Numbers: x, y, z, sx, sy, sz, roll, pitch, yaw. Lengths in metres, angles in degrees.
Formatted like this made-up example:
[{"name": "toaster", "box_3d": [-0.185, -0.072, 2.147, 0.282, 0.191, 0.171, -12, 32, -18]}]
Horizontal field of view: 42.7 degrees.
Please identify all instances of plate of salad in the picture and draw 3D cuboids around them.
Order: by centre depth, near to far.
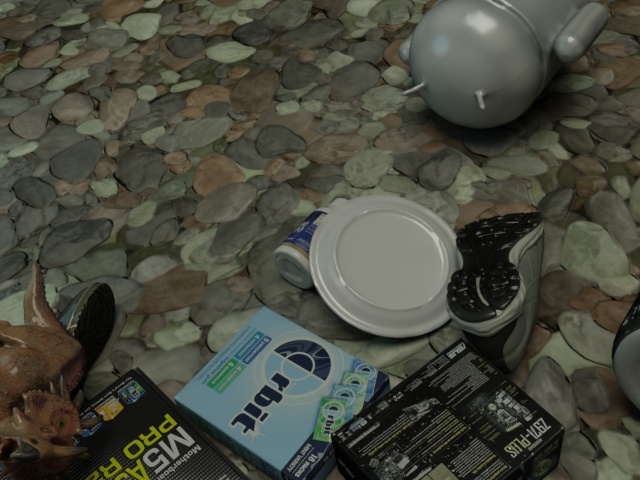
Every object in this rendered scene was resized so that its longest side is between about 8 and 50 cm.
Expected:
[{"name": "plate of salad", "box_3d": [0.083, 0.032, 1.006, 0.200, 0.048, 0.200, 4, 58, -6]}]

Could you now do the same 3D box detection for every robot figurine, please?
[{"name": "robot figurine", "box_3d": [0.261, -0.301, 1.203, 0.300, 0.200, 0.353, 6, 44, 42]}]

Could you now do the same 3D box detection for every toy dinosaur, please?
[{"name": "toy dinosaur", "box_3d": [-0.300, 0.147, 0.845, 0.200, 0.127, 0.295, 4, 33, 5]}]

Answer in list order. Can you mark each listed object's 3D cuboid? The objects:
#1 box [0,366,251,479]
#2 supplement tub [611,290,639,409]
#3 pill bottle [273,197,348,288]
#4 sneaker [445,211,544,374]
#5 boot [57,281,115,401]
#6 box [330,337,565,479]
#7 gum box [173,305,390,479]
[{"name": "box", "box_3d": [-0.227, 0.280, 0.820, 0.270, 0.060, 0.216, -37, 50, -24]}, {"name": "supplement tub", "box_3d": [0.449, 0.047, 0.843, 0.193, 0.193, 0.316, 24, 55, 28]}, {"name": "pill bottle", "box_3d": [0.000, 0.000, 1.048, 0.067, 0.067, 0.120, 25, 55, 29]}, {"name": "sneaker", "box_3d": [0.210, 0.050, 0.958, 0.100, 0.108, 0.271, -8, 27, 27]}, {"name": "boot", "box_3d": [-0.377, 0.120, 1.000, 0.208, 0.076, 0.189, 3, 46, 21]}, {"name": "box", "box_3d": [0.126, 0.209, 0.819, 0.180, 0.077, 0.147, -33, 50, -21]}, {"name": "gum box", "box_3d": [-0.041, 0.173, 0.907, 0.184, 0.041, 0.157, 25, 55, 30]}]
